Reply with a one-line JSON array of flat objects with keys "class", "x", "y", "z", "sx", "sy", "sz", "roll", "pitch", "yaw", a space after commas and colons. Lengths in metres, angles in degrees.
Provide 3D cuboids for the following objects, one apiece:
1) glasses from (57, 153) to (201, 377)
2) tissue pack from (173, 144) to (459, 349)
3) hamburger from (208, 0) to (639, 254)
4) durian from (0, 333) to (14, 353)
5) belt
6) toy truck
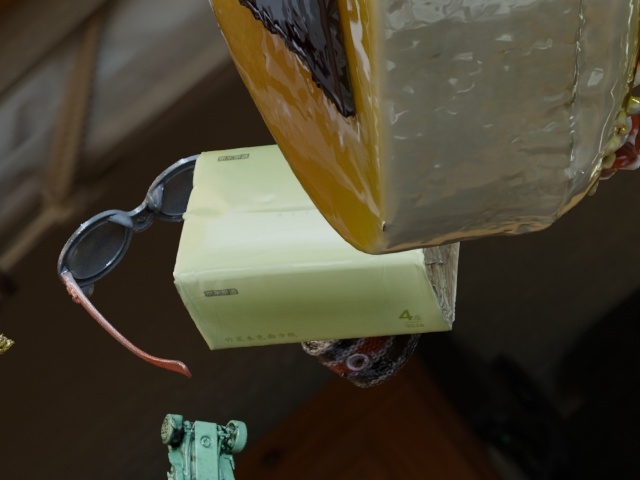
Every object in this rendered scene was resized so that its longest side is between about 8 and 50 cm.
[{"class": "glasses", "x": -0.138, "y": 0.045, "z": 2.142, "sx": 0.268, "sy": 0.234, "sz": 0.118, "roll": 48, "pitch": -17, "yaw": 36}, {"class": "tissue pack", "x": 0.000, "y": 0.000, "z": 1.756, "sx": 0.125, "sy": 0.234, "sz": 0.159, "roll": 67, "pitch": 24, "yaw": -45}, {"class": "hamburger", "x": 0.042, "y": -0.129, "z": 0.763, "sx": 0.227, "sy": 0.151, "sz": 0.295, "roll": 53, "pitch": -17, "yaw": 32}, {"class": "durian", "x": -0.425, "y": 0.124, "z": 2.000, "sx": 0.132, "sy": 0.182, "sz": 0.165, "roll": 73, "pitch": 23, "yaw": -44}, {"class": "belt", "x": 0.090, "y": -0.025, "z": 1.937, "sx": 0.126, "sy": 0.359, "sz": 0.094, "roll": 10, "pitch": -24, "yaw": 46}, {"class": "toy truck", "x": -0.115, "y": 0.240, "z": 1.827, "sx": 0.080, "sy": 0.078, "sz": 0.154, "roll": 9, "pitch": 59, "yaw": -24}]
